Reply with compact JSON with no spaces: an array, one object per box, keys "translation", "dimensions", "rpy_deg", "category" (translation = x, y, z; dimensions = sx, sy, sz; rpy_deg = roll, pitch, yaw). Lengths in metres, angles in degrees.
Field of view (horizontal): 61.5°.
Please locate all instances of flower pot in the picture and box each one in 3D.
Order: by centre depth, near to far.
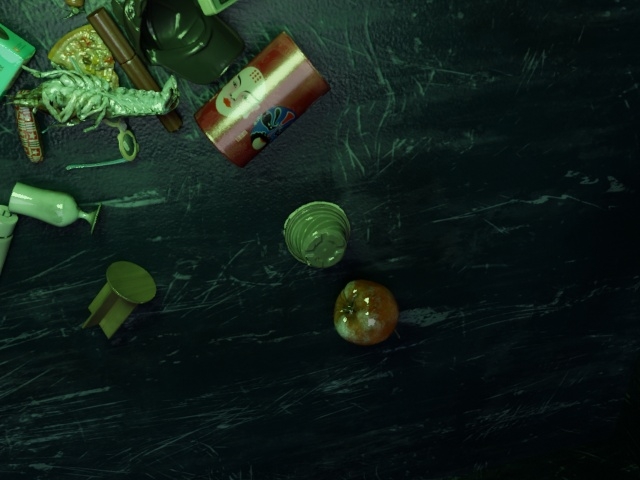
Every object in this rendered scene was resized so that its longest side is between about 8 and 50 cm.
[{"translation":[0.000,0.000,1.779],"dimensions":[0.235,0.141,0.236],"rpy_deg":[-5,121,-9],"category":"flower pot"}]

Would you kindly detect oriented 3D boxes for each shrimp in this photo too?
[{"translation":[-0.570,-0.360,1.349],"dimensions":[0.410,0.222,0.166],"rpy_deg":[3,152,-25],"category":"shrimp"}]

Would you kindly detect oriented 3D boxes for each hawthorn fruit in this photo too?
[{"translation":[0.171,0.249,1.929],"dimensions":[0.262,0.231,0.235],"rpy_deg":[-23,142,-47],"category":"hawthorn fruit"}]

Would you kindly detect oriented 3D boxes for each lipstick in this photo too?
[{"translation":[-0.482,-0.440,1.427],"dimensions":[0.057,0.057,0.357],"rpy_deg":[-28,129,2],"category":"lipstick"}]

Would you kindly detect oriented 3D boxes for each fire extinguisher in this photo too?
[{"translation":[-0.604,-0.630,1.311],"dimensions":[0.062,0.050,0.177],"rpy_deg":[-10,125,-39],"category":"fire extinguisher"}]

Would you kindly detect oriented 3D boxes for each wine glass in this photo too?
[{"translation":[-0.762,-0.093,1.552],"dimensions":[0.230,0.103,0.103],"rpy_deg":[16,114,-18],"category":"wine glass"}]

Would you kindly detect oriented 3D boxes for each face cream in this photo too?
[{"translation":[-0.984,0.029,1.585],"dimensions":[0.143,0.089,0.314],"rpy_deg":[27,120,-26],"category":"face cream"}]

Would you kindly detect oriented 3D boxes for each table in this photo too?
[{"translation":[-0.660,0.200,1.727],"dimensions":[0.167,0.167,0.227],"rpy_deg":[31,117,-27],"category":"table"}]

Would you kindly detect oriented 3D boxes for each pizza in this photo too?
[{"translation":[-0.594,-0.457,1.414],"dimensions":[0.185,0.052,0.195],"rpy_deg":[-29,121,6],"category":"pizza"}]

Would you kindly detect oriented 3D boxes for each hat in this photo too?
[{"translation":[-0.363,-0.563,1.368],"dimensions":[0.238,0.209,0.336],"rpy_deg":[-40,149,21],"category":"hat"}]

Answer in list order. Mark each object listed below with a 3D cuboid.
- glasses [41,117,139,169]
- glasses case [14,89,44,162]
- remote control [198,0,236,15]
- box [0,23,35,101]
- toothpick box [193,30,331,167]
[{"translation":[-0.638,-0.275,1.485],"dimensions":[0.220,0.088,0.190],"rpy_deg":[-23,123,-1],"category":"glasses"},{"translation":[-0.784,-0.302,1.440],"dimensions":[0.049,0.073,0.195],"rpy_deg":[-6,120,-18],"category":"glasses case"},{"translation":[-0.207,-0.653,1.304],"dimensions":[0.038,0.285,0.124],"rpy_deg":[5,130,34],"category":"remote control"},{"translation":[-0.890,-0.472,1.287],"dimensions":[0.311,0.118,0.205],"rpy_deg":[37,106,-29],"category":"box"},{"translation":[-0.159,-0.383,1.480],"dimensions":[0.333,0.204,0.204],"rpy_deg":[-41,121,10],"category":"toothpick box"}]
